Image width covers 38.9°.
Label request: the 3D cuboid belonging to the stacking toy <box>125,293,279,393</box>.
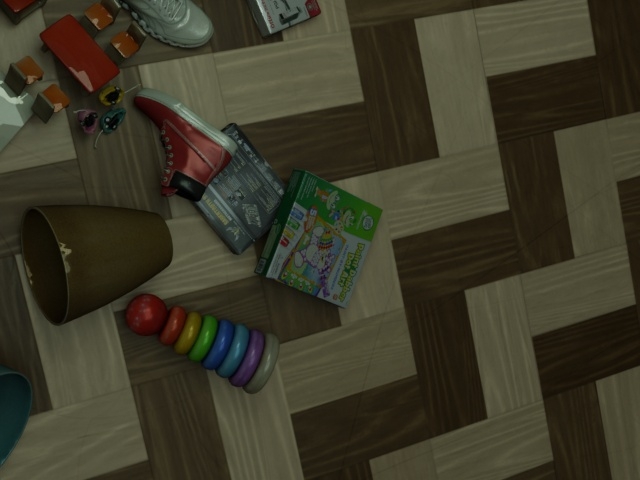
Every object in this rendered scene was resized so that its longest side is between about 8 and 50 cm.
[{"bbox_3d":[-0.259,0.208,1.934,0.330,0.141,0.141,25,84,-17],"label":"stacking toy"}]

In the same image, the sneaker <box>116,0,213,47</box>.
[{"bbox_3d":[-0.347,-0.499,1.868,0.292,0.118,0.110,30,80,-21],"label":"sneaker"}]

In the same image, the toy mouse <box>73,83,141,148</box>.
[{"bbox_3d":[-0.452,-0.254,1.855,0.031,0.143,0.161,39,37,19],"label":"toy mouse"}]

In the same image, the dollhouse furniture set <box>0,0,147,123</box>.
[{"bbox_3d":[-0.507,-0.406,1.772,0.259,0.135,0.262,48,64,-9],"label":"dollhouse furniture set"}]

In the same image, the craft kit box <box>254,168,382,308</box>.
[{"bbox_3d":[0.000,0.000,2.026,0.247,0.061,0.249,24,84,-40],"label":"craft kit box"}]

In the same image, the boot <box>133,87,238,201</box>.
[{"bbox_3d":[-0.318,-0.193,1.877,0.244,0.088,0.176,35,76,4],"label":"boot"}]

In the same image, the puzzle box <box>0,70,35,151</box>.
[{"bbox_3d":[-0.778,-0.198,1.751,0.272,0.052,0.409,41,78,-18],"label":"puzzle box"}]

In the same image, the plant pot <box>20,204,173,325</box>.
[{"bbox_3d":[-0.435,0.027,1.819,0.254,0.237,0.237,-13,98,-34],"label":"plant pot"}]

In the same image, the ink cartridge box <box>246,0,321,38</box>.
[{"bbox_3d":[-0.081,-0.519,1.999,0.135,0.056,0.099,-28,103,-18],"label":"ink cartridge box"}]

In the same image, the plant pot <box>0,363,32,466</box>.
[{"bbox_3d":[-0.719,0.332,1.707,0.195,0.290,0.290,27,82,15],"label":"plant pot"}]

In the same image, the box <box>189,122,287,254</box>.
[{"bbox_3d":[-0.188,-0.111,1.980,0.183,0.056,0.231,-43,106,-13],"label":"box"}]
